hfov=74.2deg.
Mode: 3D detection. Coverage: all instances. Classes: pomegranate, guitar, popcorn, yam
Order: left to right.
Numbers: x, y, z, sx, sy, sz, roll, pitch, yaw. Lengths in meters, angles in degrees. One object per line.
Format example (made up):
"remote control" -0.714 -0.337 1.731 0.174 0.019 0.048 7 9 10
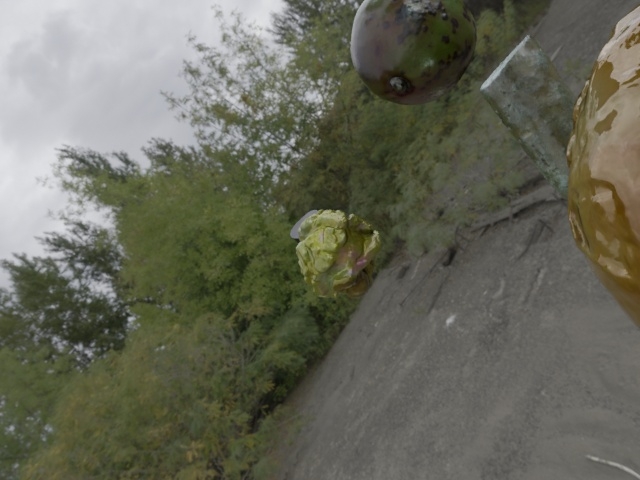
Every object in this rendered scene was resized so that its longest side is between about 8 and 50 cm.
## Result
"guitar" 0.000 0.000 0.939 0.088 0.025 0.233 -44 34 0
"popcorn" 0.024 0.022 0.647 0.126 0.126 0.145 -42 -41 -48
"pomegranate" 0.124 -0.274 0.566 0.159 0.159 0.205 126 160 -54
"yam" 0.430 -0.223 0.813 0.133 0.330 0.133 -30 -4 -2

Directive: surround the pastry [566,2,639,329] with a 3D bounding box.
"pastry" 0.416 -0.067 0.343 0.409 0.410 0.245 -55 4 -8
